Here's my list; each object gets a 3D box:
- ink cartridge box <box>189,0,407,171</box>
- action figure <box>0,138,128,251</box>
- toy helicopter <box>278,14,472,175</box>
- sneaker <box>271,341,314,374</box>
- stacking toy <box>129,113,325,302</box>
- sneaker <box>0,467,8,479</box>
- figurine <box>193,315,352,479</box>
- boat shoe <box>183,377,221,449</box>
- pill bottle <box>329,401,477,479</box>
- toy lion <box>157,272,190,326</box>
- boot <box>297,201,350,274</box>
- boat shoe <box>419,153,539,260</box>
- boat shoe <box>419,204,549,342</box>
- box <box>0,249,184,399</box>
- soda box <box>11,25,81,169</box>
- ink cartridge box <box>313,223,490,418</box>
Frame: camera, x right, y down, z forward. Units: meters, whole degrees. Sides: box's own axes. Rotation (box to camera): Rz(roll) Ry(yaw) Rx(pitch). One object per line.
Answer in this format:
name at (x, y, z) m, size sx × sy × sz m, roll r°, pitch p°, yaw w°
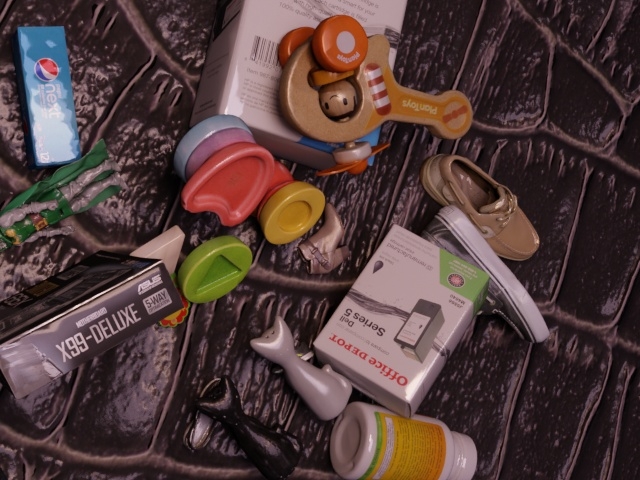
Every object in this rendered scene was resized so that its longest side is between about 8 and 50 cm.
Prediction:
ink cartridge box at (-0.027, -0.345, 1.513) m, size 0.286 × 0.166 × 0.394 m, roll 16°, pitch 82°, yaw -26°
action figure at (-0.407, -0.048, 1.350) m, size 0.232 × 0.137 × 0.063 m, roll -34°, pitch 61°, yaw -15°
toy helicopter at (0.095, -0.204, 1.409) m, size 0.355 × 0.140 × 0.234 m, roll 6°, pitch 89°, yaw -30°
sneaker at (-0.053, 0.207, 1.560) m, size 0.083 × 0.031 × 0.035 m, roll -26°, pitch 82°, yaw -26°
stacking toy at (-0.170, -0.056, 1.424) m, size 0.279 × 0.130 × 0.309 m, roll -43°, pitch 150°, yaw 4°
sneaker at (-0.522, 0.347, 1.303) m, size 0.082 × 0.069 × 0.209 m, roll -20°, pitch 109°, yaw 7°
figurine at (-0.079, 0.256, 1.480) m, size 0.215 × 0.092 × 0.209 m, roll -48°, pitch 119°, yaw -15°
boat shoe at (-0.187, 0.289, 1.480) m, size 0.046 × 0.038 × 0.125 m, roll 35°, pitch 73°, yaw -22°
pill bottle at (0.153, 0.377, 1.595) m, size 0.246 × 0.136 × 0.136 m, roll 17°, pitch 81°, yaw -25°
toy lion at (-0.258, 0.091, 1.458) m, size 0.096 × 0.034 × 0.100 m, roll 10°, pitch 83°, yaw -33°
boot at (0.000, 0.000, 1.587) m, size 0.087 × 0.042 × 0.118 m, roll -20°, pitch 90°, yaw -18°
boat shoe at (0.326, -0.062, 1.720) m, size 0.302 × 0.098 × 0.109 m, roll 40°, pitch 72°, yaw -20°
boat shoe at (0.305, 0.085, 1.711) m, size 0.119 × 0.121 × 0.335 m, roll -41°, pitch 101°, yaw 1°
box at (-0.358, 0.106, 1.251) m, size 0.242 × 0.307 × 0.076 m, roll -29°, pitch 105°, yaw -24°
soda box at (-0.420, -0.217, 1.364) m, size 0.071 × 0.067 × 0.210 m, roll -8°, pitch 92°, yaw -27°
ink cartridge box at (0.143, 0.141, 1.563) m, size 0.198 × 0.114 × 0.273 m, roll 29°, pitch 71°, yaw 17°
